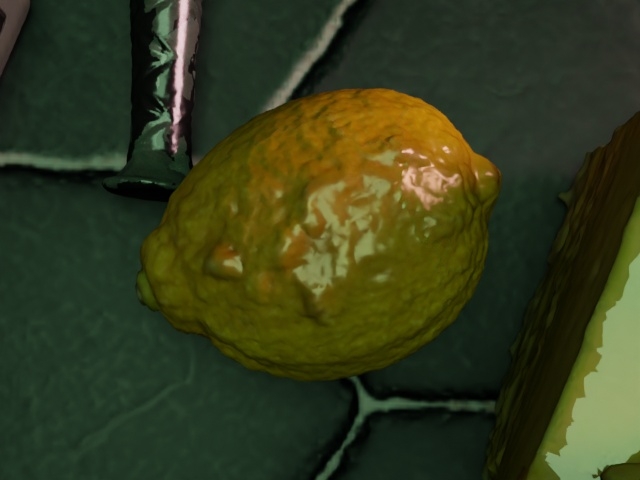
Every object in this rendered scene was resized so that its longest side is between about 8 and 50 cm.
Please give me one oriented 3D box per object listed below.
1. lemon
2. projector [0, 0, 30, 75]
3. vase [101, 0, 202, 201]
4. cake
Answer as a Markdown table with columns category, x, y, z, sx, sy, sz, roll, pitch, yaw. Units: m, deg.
| category | x | y | z | sx | sy | sz | roll | pitch | yaw |
| --- | --- | --- | --- | --- | --- | --- | --- | --- | --- |
| lemon | 0.000 | 0.000 | 0.639 | 0.187 | 0.142 | 0.142 | -18 | 84 | -3 |
| projector | -0.308 | -0.103 | 0.672 | 0.257 | 0.099 | 0.192 | 22 | 86 | 3 |
| vase | -0.084 | -0.105 | 0.693 | 0.059 | 0.059 | 0.167 | 2 | 84 | 0 |
| cake | 0.206 | 0.070 | 0.559 | 0.222 | 0.286 | 0.227 | 20 | 84 | 2 |
